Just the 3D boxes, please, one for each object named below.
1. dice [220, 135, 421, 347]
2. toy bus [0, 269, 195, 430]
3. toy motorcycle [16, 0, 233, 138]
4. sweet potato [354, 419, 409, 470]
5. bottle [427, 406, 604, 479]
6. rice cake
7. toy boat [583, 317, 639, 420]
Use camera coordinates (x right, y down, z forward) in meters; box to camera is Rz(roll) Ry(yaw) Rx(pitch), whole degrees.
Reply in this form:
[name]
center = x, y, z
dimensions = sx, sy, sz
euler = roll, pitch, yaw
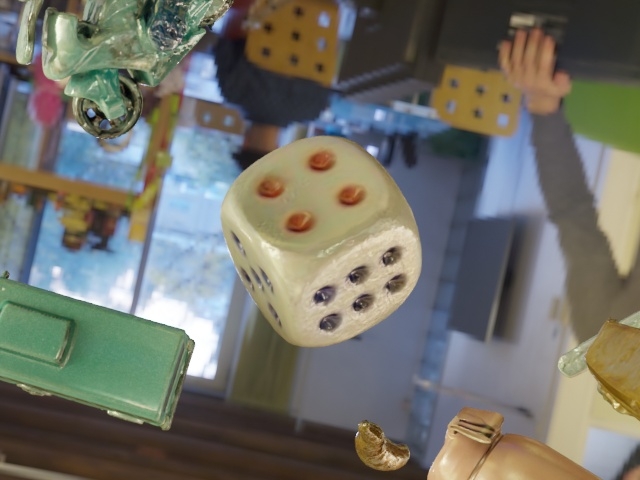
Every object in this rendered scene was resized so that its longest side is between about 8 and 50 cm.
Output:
[dice]
center = 0.000, 0.000, 1.659
dimensions = 0.192, 0.193, 0.194
euler = 48, 159, 37
[toy bus]
center = -0.290, 0.133, 1.621
dimensions = 0.256, 0.128, 0.147
euler = 16, 167, 1
[toy motorcycle]
center = -0.221, -0.259, 1.509
dimensions = 0.206, 0.260, 0.154
euler = 45, 170, -34
[sweet potato]
center = 0.082, 0.315, 2.086
dimensions = 0.069, 0.059, 0.249
euler = -3, 157, 17
[bottle]
center = 0.311, 0.374, 2.020
dimensions = 0.297, 0.173, 0.206
euler = 33, 144, 16
[rice cake]
center = 0.355, 0.105, 1.561
dimensions = 0.180, 0.030, 0.042
euler = -31, 170, 8
[toy boat]
center = 0.358, 0.157, 1.378
dimensions = 0.115, 0.089, 0.310
euler = 35, 180, -11
